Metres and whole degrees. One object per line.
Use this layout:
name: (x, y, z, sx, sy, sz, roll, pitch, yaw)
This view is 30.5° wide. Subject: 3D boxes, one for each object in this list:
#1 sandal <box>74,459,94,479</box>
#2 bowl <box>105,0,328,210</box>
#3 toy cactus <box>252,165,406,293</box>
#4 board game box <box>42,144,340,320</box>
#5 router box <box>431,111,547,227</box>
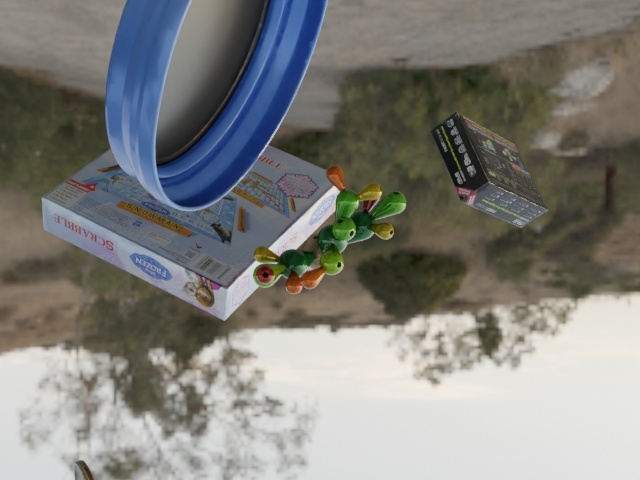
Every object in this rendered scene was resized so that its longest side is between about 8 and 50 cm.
sandal: (-0.339, 0.397, 1.627, 0.049, 0.180, 0.072, 5, 177, -31)
bowl: (-0.107, -0.223, 1.305, 0.077, 0.391, 0.391, 24, -171, 15)
toy cactus: (0.000, 0.000, 1.459, 0.219, 0.112, 0.180, -41, 176, -18)
board game box: (-0.182, -0.055, 1.722, 0.318, 0.066, 0.318, 26, -137, 19)
router box: (0.175, -0.072, 1.215, 0.038, 0.092, 0.122, -36, 147, 28)
